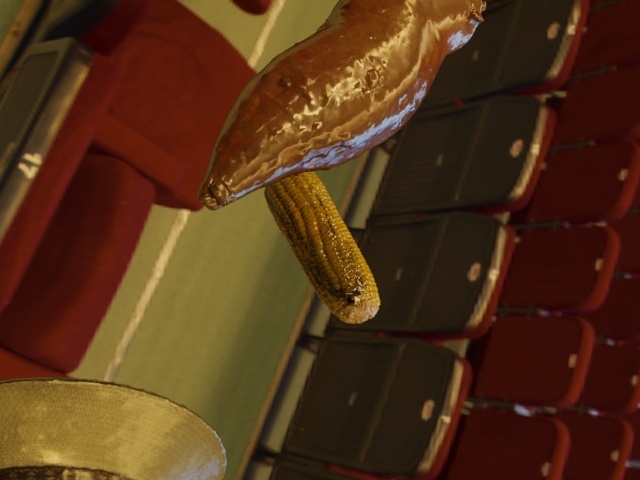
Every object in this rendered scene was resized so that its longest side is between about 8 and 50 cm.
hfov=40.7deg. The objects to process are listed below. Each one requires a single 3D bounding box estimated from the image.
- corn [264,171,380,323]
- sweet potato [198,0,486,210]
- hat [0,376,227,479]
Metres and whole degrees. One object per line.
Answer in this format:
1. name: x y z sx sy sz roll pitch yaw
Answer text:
1. corn: 0.000 0.000 0.930 0.072 0.203 0.072 -22 150 -13
2. sweet potato: 0.014 -0.129 0.775 0.336 0.131 0.131 -51 130 -25
3. hat: -0.189 0.213 0.578 0.257 0.257 0.130 44 27 -44
